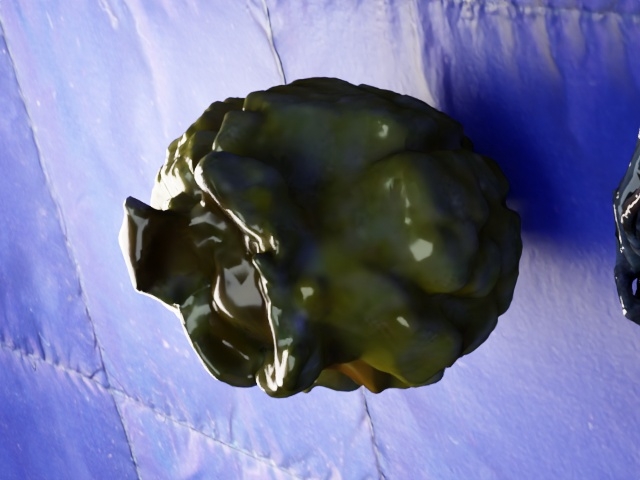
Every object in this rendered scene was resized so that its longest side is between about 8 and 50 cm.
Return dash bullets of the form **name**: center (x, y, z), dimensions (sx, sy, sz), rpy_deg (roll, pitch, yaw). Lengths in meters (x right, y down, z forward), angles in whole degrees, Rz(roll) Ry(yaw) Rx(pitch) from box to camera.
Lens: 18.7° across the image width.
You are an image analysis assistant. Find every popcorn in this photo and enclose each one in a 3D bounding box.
- **popcorn**: center (0.000, 0.000, 1.330), dimensions (0.258, 0.270, 0.224), rpy_deg (-113, 28, -85)

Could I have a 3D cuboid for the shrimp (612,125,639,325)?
- **shrimp**: center (0.214, -0.001, 1.072), dimensions (0.172, 0.137, 0.372), rpy_deg (14, 128, 33)
